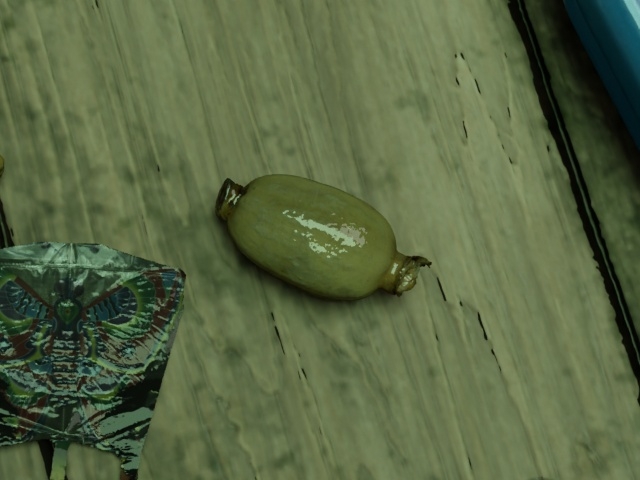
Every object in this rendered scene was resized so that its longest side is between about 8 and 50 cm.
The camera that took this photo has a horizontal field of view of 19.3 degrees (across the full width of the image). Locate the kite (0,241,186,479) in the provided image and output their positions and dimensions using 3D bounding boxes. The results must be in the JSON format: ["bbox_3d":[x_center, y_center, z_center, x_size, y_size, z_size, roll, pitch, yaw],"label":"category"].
[{"bbox_3d":[-0.163,0.133,1.190,0.152,0.015,0.285,3,70,-9],"label":"kite"}]

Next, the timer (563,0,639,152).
[{"bbox_3d":[0.351,-0.165,1.339,0.340,0.115,0.309,-23,81,-17],"label":"timer"}]

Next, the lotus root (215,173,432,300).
[{"bbox_3d":[0.000,0.000,1.244,0.150,0.062,0.073,22,68,-1],"label":"lotus root"}]

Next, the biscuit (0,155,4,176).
[{"bbox_3d":[-0.325,-0.052,1.214,0.239,0.041,0.212,0,69,-10],"label":"biscuit"}]
